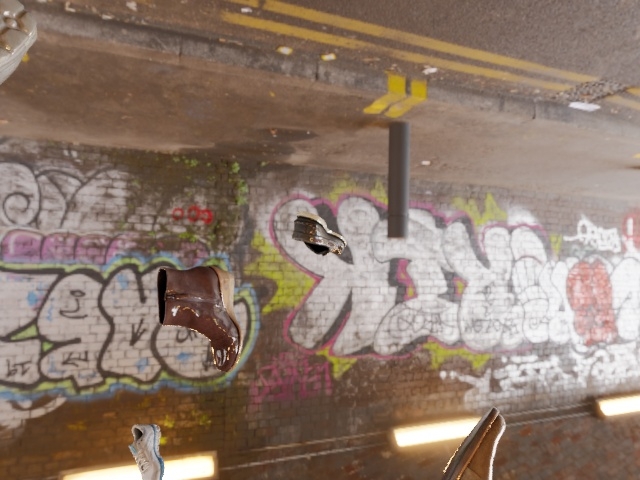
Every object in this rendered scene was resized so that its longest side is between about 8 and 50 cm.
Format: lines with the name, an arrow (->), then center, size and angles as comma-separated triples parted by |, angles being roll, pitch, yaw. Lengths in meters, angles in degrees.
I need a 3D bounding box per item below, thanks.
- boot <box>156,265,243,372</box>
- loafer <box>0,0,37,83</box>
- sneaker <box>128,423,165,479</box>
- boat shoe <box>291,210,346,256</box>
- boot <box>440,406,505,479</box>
boot -> -0.272, 0.179, 1.002 | 0.090, 0.249, 0.206 | -8, 172, 32
loafer -> -0.403, -0.144, 0.445 | 0.111, 0.320, 0.112 | -23, 125, 35
sneaker -> -0.472, 0.574, 1.209 | 0.083, 0.071, 0.191 | 42, -171, -43
boat shoe -> -0.002, 0.000, 0.627 | 0.048, 0.042, 0.133 | 12, 170, 25
boot -> 0.237, 0.412, 0.706 | 0.115, 0.305, 0.112 | 25, 154, 22
